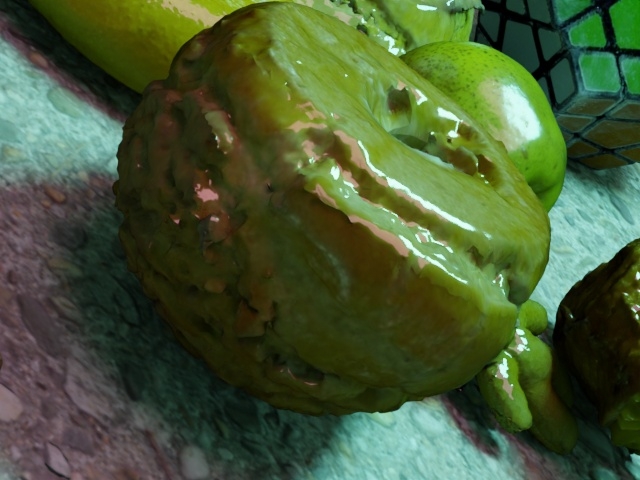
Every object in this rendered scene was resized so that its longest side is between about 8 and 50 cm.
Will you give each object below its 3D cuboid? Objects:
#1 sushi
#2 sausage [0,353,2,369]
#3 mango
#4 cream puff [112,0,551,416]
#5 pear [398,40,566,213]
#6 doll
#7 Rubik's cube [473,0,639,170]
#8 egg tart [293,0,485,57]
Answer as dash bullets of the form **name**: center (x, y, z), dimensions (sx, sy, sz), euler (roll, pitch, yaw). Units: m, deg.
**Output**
- **sushi**: center (0.286, 0.099, 1.505), dimensions (0.179, 0.167, 0.296), euler (42, -6, 2)
- **sausage**: center (-0.226, 0.097, 1.018), dimensions (0.030, 0.035, 0.147), euler (20, 29, 7)
- **mango**: center (-0.134, -0.191, 1.430), dimensions (0.316, 0.119, 0.176), euler (27, 34, -14)
- **cream puff**: center (0.000, 0.000, 1.222), dimensions (0.327, 0.231, 0.343), euler (26, 26, -37)
- **pear**: center (0.118, -0.076, 1.509), dimensions (0.198, 0.198, 0.198), euler (31, 31, -21)
- **doll**: center (0.142, 0.097, 1.440), dimensions (0.209, 0.097, 0.137), euler (51, 42, -28)
- **Rubik's cube**: center (0.322, -0.234, 1.897), dimensions (0.319, 0.264, 0.319), euler (31, 31, -21)
- **egg tart**: center (0.041, -0.243, 1.691), dimensions (0.352, 0.150, 0.352), euler (34, 27, -20)
